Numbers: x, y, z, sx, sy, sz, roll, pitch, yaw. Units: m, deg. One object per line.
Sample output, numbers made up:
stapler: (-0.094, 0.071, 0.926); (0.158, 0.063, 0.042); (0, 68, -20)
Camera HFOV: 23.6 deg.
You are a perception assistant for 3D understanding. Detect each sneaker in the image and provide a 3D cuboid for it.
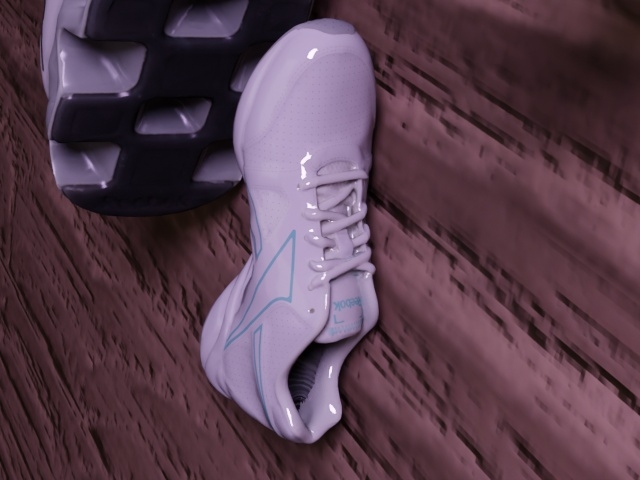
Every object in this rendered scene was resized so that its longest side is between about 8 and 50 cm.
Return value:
sneaker: (0.000, 0.000, 0.527); (0.061, 0.053, 0.152); (40, 128, 49)
sneaker: (-0.042, -0.160, 0.549); (0.330, 0.122, 0.146); (-55, 41, 47)
